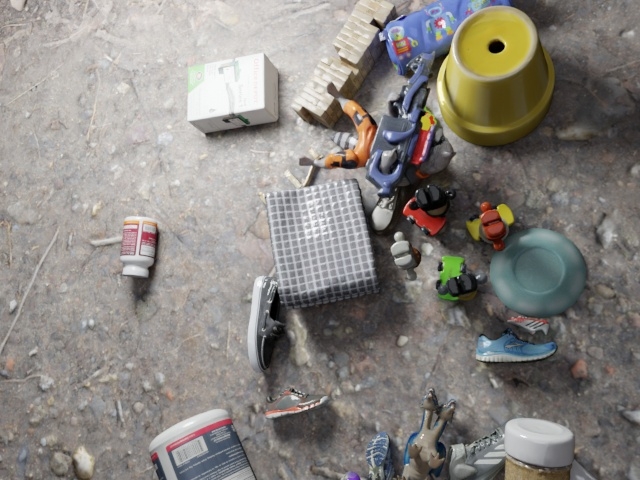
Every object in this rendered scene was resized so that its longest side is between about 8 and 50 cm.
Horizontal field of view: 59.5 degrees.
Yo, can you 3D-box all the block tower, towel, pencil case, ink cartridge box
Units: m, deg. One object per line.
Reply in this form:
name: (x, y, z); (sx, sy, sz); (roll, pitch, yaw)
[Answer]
block tower: (0.065, -0.435, 1.387); (0.097, 0.091, 0.335); (35, 91, 21)
towel: (0.000, 0.000, 1.285); (0.235, 0.121, 0.283); (-13, 74, 4)
pencil case: (0.292, -0.508, 1.316); (0.306, 0.119, 0.133); (-24, 86, 10)
ink cartridge box: (-0.228, -0.384, 1.466); (0.219, 0.092, 0.160); (-6, 77, 16)

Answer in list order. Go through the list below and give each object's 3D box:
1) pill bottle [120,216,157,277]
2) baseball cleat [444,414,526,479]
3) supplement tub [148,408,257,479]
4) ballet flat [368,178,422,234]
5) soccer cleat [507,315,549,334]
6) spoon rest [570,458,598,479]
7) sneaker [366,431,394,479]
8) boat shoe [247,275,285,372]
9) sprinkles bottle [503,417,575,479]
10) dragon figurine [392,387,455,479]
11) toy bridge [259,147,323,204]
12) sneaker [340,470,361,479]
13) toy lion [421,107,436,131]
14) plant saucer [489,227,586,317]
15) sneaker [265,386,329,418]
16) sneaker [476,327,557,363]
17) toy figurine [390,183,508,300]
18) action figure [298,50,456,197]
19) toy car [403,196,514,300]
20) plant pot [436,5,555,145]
pill bottle: (-0.475, 0.019, 1.462); (0.086, 0.086, 0.152); (0, 78, 17)
baseball cleat: (0.328, 0.422, 1.126); (0.109, 0.072, 0.206); (34, 90, 0)
supplement tub: (-0.242, 0.530, 1.226); (0.191, 0.191, 0.272); (-31, 71, 9)
ballet flat: (0.190, -0.121, 1.307); (0.084, 0.058, 0.249); (23, 81, 31)
soccer cleat: (0.435, 0.179, 1.176); (0.083, 0.029, 0.035); (4, 75, 13)
spoon rest: (0.543, 0.503, 1.045); (0.137, 0.084, 0.276); (-47, 69, 3)
sneaker: (0.131, 0.482, 1.199); (0.052, 0.058, 0.135); (-14, 52, 39)
boat shoe: (-0.119, 0.195, 1.324); (0.076, 0.080, 0.228); (-3, 70, 18)
sprinkles bottle: (0.393, 0.519, 1.033); (0.121, 0.121, 0.355); (3, 91, 18)
dragon figurine: (0.210, 0.454, 1.157); (0.085, 0.144, 0.289); (17, 103, 18)
toy bridge: (-0.064, -0.149, 1.401); (0.188, 0.026, 0.063); (-42, 73, 5)
sneaker: (0.086, 0.633, 1.157); (0.146, 0.102, 0.293); (5, 86, 16)
toy lion: (0.229, -0.290, 1.340); (0.096, 0.034, 0.100); (4, 79, 11)
plant saucer: (0.460, 0.065, 1.188); (0.195, 0.037, 0.194); (-3, 78, 17)
sneaker: (-0.059, 0.362, 1.276); (0.158, 0.061, 0.064); (-16, 68, 13)
sneaker: (0.404, 0.216, 1.161); (0.162, 0.063, 0.073); (-4, 74, 16)
toy figurine: (0.263, 0.004, 1.154); (0.213, 0.148, 0.209); (25, 93, 19)
action figure: (0.153, -0.250, 1.257); (0.330, 0.178, 0.341); (23, 82, 23)
toy car: (0.295, 0.023, 1.240); (0.239, 0.053, 0.225); (6, 81, 19)
plant pot: (0.372, -0.360, 1.198); (0.254, 0.239, 0.254); (-3, 78, 16)
